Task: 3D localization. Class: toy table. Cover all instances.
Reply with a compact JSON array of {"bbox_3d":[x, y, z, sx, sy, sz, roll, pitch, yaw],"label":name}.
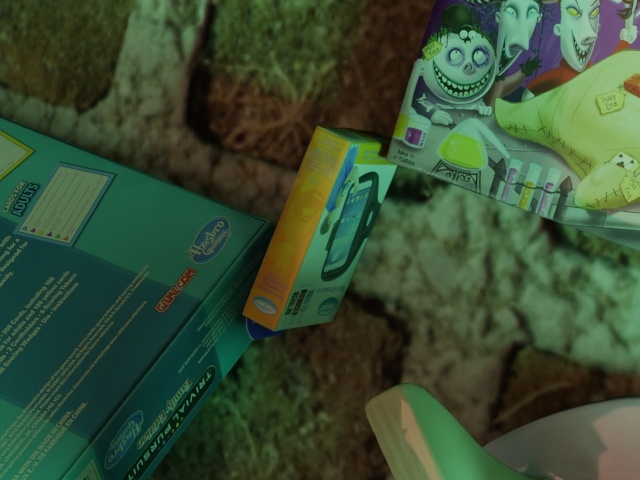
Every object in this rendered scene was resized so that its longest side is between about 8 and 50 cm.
[{"bbox_3d":[0.120,0.185,0.881,0.274,0.161,0.252,-41,74,22],"label":"toy table"}]

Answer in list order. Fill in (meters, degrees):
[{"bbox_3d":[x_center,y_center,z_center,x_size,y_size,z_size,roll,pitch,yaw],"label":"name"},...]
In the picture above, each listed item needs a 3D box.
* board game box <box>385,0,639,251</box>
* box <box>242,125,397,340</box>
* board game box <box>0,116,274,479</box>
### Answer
[{"bbox_3d":[0.220,-0.086,0.889,0.347,0.056,0.208,21,96,25],"label":"board game box"},{"bbox_3d":[0.000,0.000,0.979,0.028,0.081,0.136,25,102,23],"label":"box"},{"bbox_3d":[-0.231,0.042,1.013,0.336,0.254,0.079,22,145,25],"label":"board game box"}]
